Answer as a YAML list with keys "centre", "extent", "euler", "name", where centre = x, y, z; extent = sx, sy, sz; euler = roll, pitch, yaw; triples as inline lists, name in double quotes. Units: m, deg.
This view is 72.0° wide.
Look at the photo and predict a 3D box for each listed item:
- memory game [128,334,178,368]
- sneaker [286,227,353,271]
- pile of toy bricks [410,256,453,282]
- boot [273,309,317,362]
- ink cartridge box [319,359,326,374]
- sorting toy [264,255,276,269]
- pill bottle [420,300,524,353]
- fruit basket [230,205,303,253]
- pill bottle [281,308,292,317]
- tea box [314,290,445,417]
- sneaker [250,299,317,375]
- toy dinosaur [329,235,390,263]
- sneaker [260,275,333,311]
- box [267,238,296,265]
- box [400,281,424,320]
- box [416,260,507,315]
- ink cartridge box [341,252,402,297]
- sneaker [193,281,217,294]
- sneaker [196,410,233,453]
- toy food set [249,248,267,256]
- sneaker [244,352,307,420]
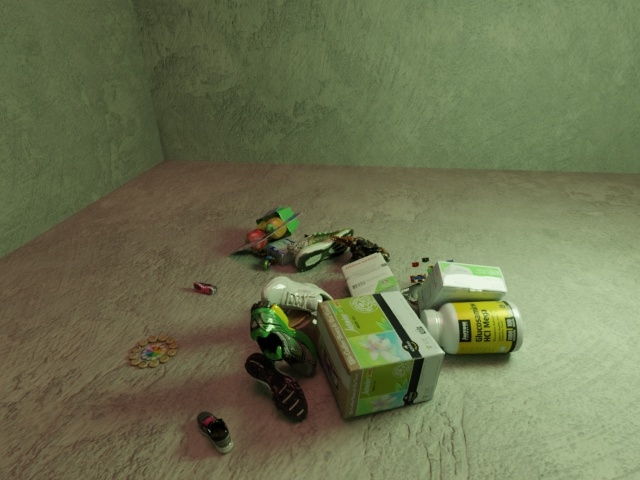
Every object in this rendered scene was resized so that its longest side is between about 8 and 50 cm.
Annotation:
- centre: [-0.642, 0.425, 1.696]
  extent: [0.186, 0.012, 0.186]
  euler: [-2, 27, 1]
  name: "memory game"
- centre: [0.000, 0.000, 2.273]
  extent: [0.410, 0.158, 0.182]
  euler: [-23, 52, -36]
  name: "sneaker"
- centre: [0.506, 0.138, 1.976]
  extent: [0.212, 0.118, 0.105]
  euler: [-8, -13, 10]
  name: "pile of toy bricks"
- centre: [-0.067, 0.386, 1.641]
  extent: [0.206, 0.090, 0.249]
  euler: [27, 62, 12]
  name: "boot"
- centre: [0.043, 0.454, 1.573]
  extent: [0.062, 0.029, 0.115]
  euler: [-11, 30, -18]
  name: "ink cartridge box"
- centre: [-0.249, 0.110, 2.225]
  extent: [0.042, 0.061, 0.102]
  euler: [7, 29, 14]
  name: "sorting toy"
- centre: [0.547, 0.321, 1.621]
  extent: [0.333, 0.188, 0.188]
  euler: [-2, 27, 0]
  name: "pill bottle"
- centre: [-0.301, -0.047, 2.337]
  extent: [0.353, 0.166, 0.327]
  euler: [-32, 9, -38]
  name: "fruit basket"
- centre: [-0.129, 0.286, 1.825]
  extent: [0.107, 0.108, 0.180]
  euler: [-20, 33, -30]
  name: "pill bottle"
- centre: [0.178, 0.367, 1.483]
  extent: [0.323, 0.220, 0.329]
  euler: [-7, 32, -17]
  name: "tea box"
- centre: [-0.131, 0.361, 1.478]
  extent: [0.134, 0.344, 0.146]
  euler: [-24, 35, 25]
  name: "sneaker"
- centre: [0.199, 0.054, 2.191]
  extent: [0.321, 0.165, 0.218]
  euler: [2, 26, -5]
  name: "toy dinosaur"
- centre: [-0.081, 0.208, 1.669]
  extent: [0.304, 0.114, 0.152]
  euler: [7, 8, -41]
  name: "sneaker"
- centre: [-0.188, 0.060, 2.306]
  extent: [0.137, 0.072, 0.126]
  euler: [-25, 35, -37]
  name: "box"
- centre: [0.468, 0.251, 1.906]
  extent: [0.230, 0.056, 0.183]
  euler: [-17, 30, -25]
  name: "box"
- centre: [0.545, 0.206, 1.725]
  extent: [0.261, 0.231, 0.127]
  euler: [6, 49, -8]
  name: "box"
- centre: [0.220, 0.192, 1.922]
  extent: [0.198, 0.115, 0.273]
  euler: [-22, 28, 1]
  name: "ink cartridge box"
- centre: [-0.537, 0.218, 2.062]
  extent: [0.119, 0.047, 0.057]
  euler: [16, 25, 18]
  name: "sneaker"
- centre: [-0.323, 0.563, 1.336]
  extent: [0.063, 0.075, 0.170]
  euler: [-23, 34, -34]
  name: "sneaker"
- centre: [-0.317, 0.064, 2.368]
  extent: [0.077, 0.019, 0.122]
  euler: [-23, 26, -35]
  name: "toy food set"
- centre: [-0.136, 0.482, 1.458]
  extent: [0.100, 0.108, 0.271]
  euler: [-42, 59, -15]
  name: "sneaker"
